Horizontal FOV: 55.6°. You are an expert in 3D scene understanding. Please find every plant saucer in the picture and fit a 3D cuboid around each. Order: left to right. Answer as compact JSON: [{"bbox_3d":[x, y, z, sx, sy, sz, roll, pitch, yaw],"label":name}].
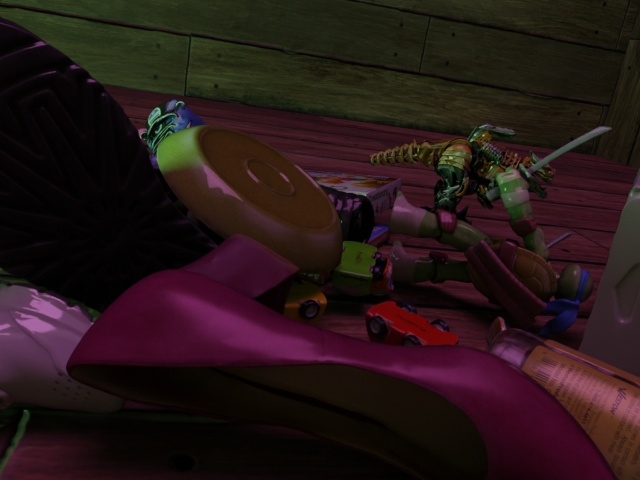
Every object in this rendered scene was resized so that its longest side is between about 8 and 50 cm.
[{"bbox_3d":[-0.065,-0.059,0.683,0.240,0.037,0.241,30,25,-16],"label":"plant saucer"}]

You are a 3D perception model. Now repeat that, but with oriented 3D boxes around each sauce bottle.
[{"bbox_3d":[0.272,0.176,0.428,0.344,0.112,0.111,24,23,37],"label":"sauce bottle"}]

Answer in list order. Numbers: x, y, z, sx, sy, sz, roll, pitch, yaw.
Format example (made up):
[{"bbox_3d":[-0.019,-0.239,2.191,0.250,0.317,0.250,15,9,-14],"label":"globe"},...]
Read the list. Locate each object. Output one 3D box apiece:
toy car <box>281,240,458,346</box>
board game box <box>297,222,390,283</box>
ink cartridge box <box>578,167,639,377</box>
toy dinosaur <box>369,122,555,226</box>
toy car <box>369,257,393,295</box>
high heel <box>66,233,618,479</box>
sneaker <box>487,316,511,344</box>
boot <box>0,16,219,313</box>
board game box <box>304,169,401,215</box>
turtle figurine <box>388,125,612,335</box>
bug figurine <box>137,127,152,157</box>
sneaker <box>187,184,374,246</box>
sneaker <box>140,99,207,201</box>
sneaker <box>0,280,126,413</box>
[{"bbox_3d":[0.035,0.066,0.710,0.238,0.053,0.225,12,24,5],"label":"toy car"},{"bbox_3d":[0.000,0.000,0.960,0.145,0.027,0.281,15,18,22],"label":"board game box"},{"bbox_3d":[0.429,0.035,0.759,0.131,0.226,0.306,17,20,25],"label":"ink cartridge box"},{"bbox_3d":[0.264,-0.120,1.157,0.321,0.219,0.164,20,21,28],"label":"toy dinosaur"},{"bbox_3d":[0.082,0.039,0.846,0.040,0.060,0.122,39,20,-14],"label":"toy car"},{"bbox_3d":[0.016,0.135,0.423,0.377,0.127,0.181,27,38,20],"label":"high heel"},{"bbox_3d":[0.222,0.121,0.713,0.036,0.032,0.083,22,22,-7],"label":"sneaker"},{"bbox_3d":[-0.309,-0.088,0.633,0.146,0.367,0.445,-45,46,-15],"label":"boot"},{"bbox_3d":[-0.026,-0.090,1.111,0.305,0.053,0.193,7,16,22],"label":"board game box"},{"bbox_3d":[0.237,-0.008,0.849,0.266,0.275,0.198,10,-17,13],"label":"turtle figurine"},{"bbox_3d":[-0.410,-0.155,1.081,0.216,0.072,0.279,-8,10,21],"label":"bug figurine"},{"bbox_3d":[-0.033,-0.033,0.822,0.146,0.105,0.295,16,14,35],"label":"sneaker"},{"bbox_3d":[-0.254,-0.149,1.025,0.129,0.147,0.330,-33,14,11],"label":"sneaker"},{"bbox_3d":[-0.288,0.091,0.439,0.296,0.111,0.129,15,46,-12],"label":"sneaker"}]
